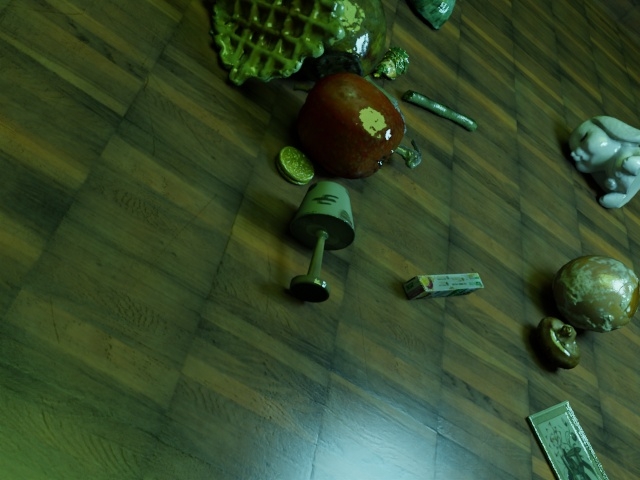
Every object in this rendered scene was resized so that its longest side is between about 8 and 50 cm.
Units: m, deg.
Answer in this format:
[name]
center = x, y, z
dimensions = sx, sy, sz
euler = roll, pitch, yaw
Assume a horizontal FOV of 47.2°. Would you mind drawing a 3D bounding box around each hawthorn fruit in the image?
[hawthorn fruit]
center = 0.043, -0.246, 1.492
dimensions = 0.253, 0.205, 0.205
euler = 44, 39, 5

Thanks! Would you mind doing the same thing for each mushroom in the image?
[mushroom]
center = 0.540, 0.233, 1.665
dimensions = 0.109, 0.085, 0.126
euler = 51, 17, -64

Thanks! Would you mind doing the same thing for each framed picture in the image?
[framed picture]
center = 0.529, 0.458, 1.534
dimensions = 0.173, 0.010, 0.231
euler = -5, 64, -45

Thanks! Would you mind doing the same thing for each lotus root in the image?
[lotus root]
center = 0.022, -0.498, 1.622
dimensions = 0.250, 0.250, 0.346
euler = 17, 49, -33

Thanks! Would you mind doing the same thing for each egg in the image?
[egg]
center = 0.671, 0.128, 1.786
dimensions = 0.233, 0.195, 0.195
euler = 21, 47, -35

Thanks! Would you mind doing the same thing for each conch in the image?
[conch]
center = 0.324, -0.745, 2.194
dimensions = 0.188, 0.122, 0.176
euler = 29, 68, -18

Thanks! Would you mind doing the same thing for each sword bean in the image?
[sword bean]
center = 0.322, -0.345, 1.944
dimensions = 0.269, 0.038, 0.043
euler = 16, 45, -36

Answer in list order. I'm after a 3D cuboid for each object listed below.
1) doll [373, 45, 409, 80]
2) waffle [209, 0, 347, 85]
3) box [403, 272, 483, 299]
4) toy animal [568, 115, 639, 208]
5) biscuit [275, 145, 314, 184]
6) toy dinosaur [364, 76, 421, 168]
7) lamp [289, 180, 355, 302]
[doll]
center = 0.170, -0.432, 1.868
dimensions = 0.078, 0.077, 0.113
euler = 34, 67, 19
[waffle]
center = -0.091, -0.466, 1.480
dimensions = 0.073, 0.297, 0.317
euler = 21, 49, -64
[box]
center = 0.260, 0.094, 1.535
dimensions = 0.207, 0.050, 0.041
euler = 1, 61, -43
[toy animal]
center = 0.909, -0.270, 2.316
dimensions = 0.206, 0.272, 0.265
euler = -30, 57, -23
[biscuit]
center = -0.050, -0.148, 1.454
dimensions = 0.084, 0.023, 0.084
euler = 24, 45, -26
[toy dinosaur]
center = 0.137, -0.285, 1.695
dimensions = 0.162, 0.077, 0.294
euler = 6, 61, -41
[lamp]
center = 0.000, 0.000, 1.315
dimensions = 0.121, 0.121, 0.215
euler = 29, 53, -24
